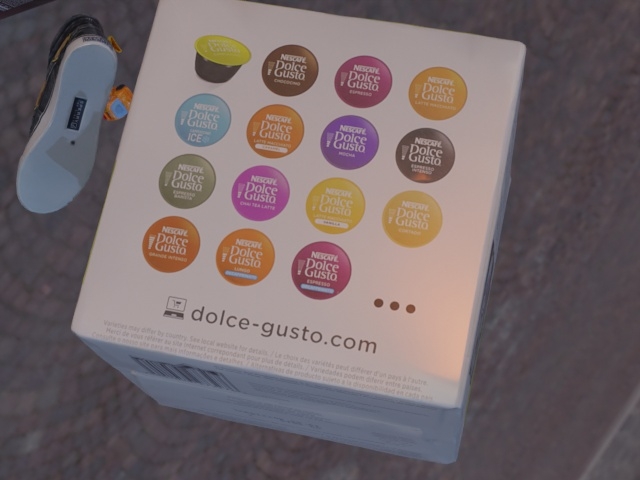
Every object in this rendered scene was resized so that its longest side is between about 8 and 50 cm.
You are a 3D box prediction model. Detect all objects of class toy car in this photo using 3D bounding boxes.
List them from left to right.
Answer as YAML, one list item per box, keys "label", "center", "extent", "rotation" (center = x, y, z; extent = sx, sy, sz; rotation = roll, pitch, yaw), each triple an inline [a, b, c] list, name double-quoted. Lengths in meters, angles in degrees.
- label: "toy car"
  center: [-0.253, -0.183, 1.531]
  extent: [0.040, 0.060, 0.122]
  rotation: [-59, 151, -30]

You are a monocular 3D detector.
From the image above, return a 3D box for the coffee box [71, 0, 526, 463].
- label: "coffee box"
  center: [0.000, 0.000, 1.272]
  extent: [0.338, 0.337, 0.334]
  rotation: [71, 31, -72]

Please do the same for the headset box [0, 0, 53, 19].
- label: "headset box"
  center: [-0.329, -0.330, 1.280]
  extent: [0.110, 0.293, 0.218]
  rotation: [22, 75, -36]

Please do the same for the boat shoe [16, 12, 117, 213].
- label: "boat shoe"
  center: [-0.234, -0.118, 1.225]
  extent: [0.065, 0.083, 0.183]
  rotation: [16, 115, -23]
